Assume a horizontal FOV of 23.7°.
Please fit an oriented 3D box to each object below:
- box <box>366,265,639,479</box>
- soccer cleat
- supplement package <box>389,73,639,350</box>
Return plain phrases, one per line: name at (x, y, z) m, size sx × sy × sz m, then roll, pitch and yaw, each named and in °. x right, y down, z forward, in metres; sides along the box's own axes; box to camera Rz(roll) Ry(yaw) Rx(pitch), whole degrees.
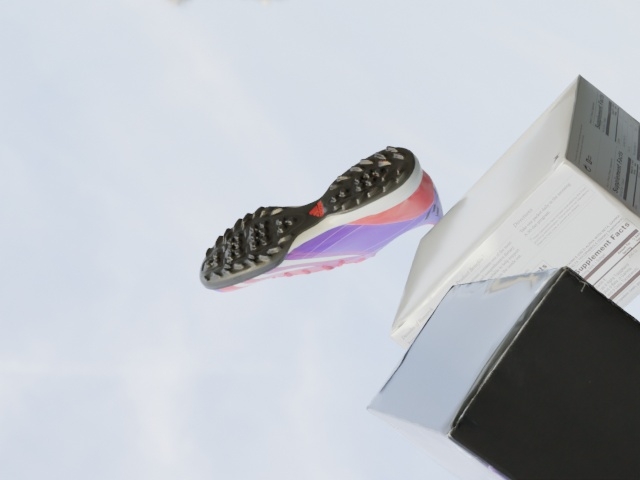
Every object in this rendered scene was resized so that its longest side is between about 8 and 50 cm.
box at (0.140, 0.109, 0.807) m, size 0.184 × 0.103 × 0.261 m, roll 39°, pitch 173°, yaw -2°
soccer cleat at (0.000, 0.000, 1.888) m, size 0.116 × 0.318 × 0.108 m, roll 51°, pitch -161°, yaw -37°
supplement package at (0.215, 0.005, 1.497) m, size 0.145 × 0.262 × 0.204 m, roll 38°, pitch -150°, yaw -8°
